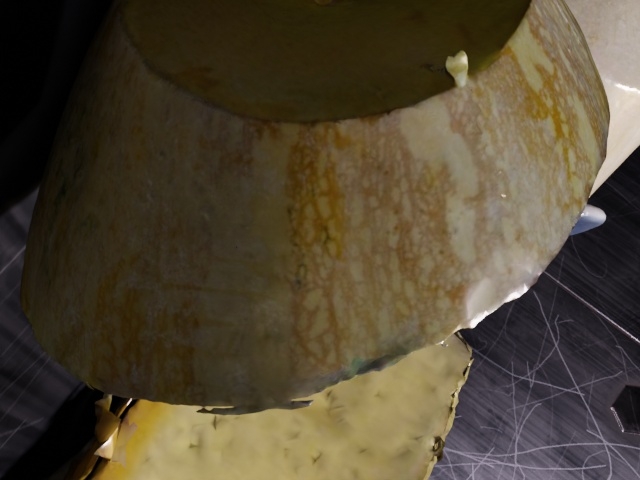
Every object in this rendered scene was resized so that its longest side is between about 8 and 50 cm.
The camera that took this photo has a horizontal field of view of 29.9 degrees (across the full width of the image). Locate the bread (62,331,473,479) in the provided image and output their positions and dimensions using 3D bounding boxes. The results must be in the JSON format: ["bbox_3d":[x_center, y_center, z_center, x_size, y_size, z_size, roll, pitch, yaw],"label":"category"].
[{"bbox_3d":[-0.045,0.152,0.811,0.279,0.248,0.315,-59,-174,9],"label":"bread"}]

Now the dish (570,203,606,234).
[{"bbox_3d":[0.000,-0.032,0.585,0.228,0.236,0.086,140,-52,-71],"label":"dish"}]

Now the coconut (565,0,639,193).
[{"bbox_3d":[0.173,-0.149,0.920,0.241,0.241,0.241,-52,174,-8],"label":"coconut"}]

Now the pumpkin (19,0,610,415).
[{"bbox_3d":[-0.013,-0.054,0.402,0.217,0.217,0.110,-48,136,-39],"label":"pumpkin"}]
